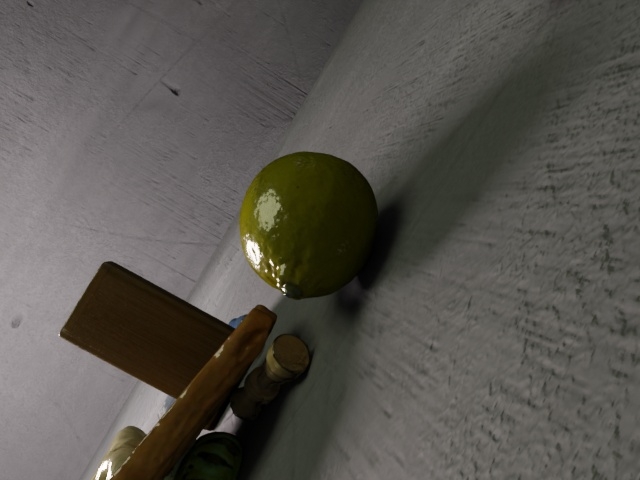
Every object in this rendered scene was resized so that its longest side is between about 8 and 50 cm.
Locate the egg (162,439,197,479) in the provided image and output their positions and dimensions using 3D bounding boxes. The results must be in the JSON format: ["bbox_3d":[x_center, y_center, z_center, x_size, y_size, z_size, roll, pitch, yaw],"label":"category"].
[{"bbox_3d":[-0.242,0.361,1.109,0.085,0.085,0.110,-51,10,35],"label":"egg"}]

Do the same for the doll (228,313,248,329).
[{"bbox_3d":[-0.169,0.176,1.419,0.125,0.027,0.037,-27,35,63],"label":"doll"}]

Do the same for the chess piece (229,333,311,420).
[{"bbox_3d":[-0.077,0.196,0.923,0.172,0.060,0.060,-53,13,39],"label":"chess piece"}]

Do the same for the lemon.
[{"bbox_3d":[-0.015,-0.020,0.884,0.184,0.184,0.248,-52,19,30],"label":"lemon"}]

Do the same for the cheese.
[{"bbox_3d":[-0.370,0.457,1.288,0.351,0.130,0.328,-54,14,26],"label":"cheese"}]

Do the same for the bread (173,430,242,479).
[{"bbox_3d":[-0.158,0.322,0.907,0.139,0.071,0.130,-63,8,-19],"label":"bread"}]

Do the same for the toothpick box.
[{"bbox_3d":[-0.292,0.178,1.238,0.187,0.308,0.190,-60,10,-5],"label":"toothpick box"}]

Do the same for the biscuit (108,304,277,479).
[{"bbox_3d":[-0.182,0.242,0.964,0.351,0.057,0.312,-50,-1,-34],"label":"biscuit"}]

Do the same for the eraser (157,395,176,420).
[{"bbox_3d":[-0.318,0.371,1.494,0.091,0.046,0.212,-62,12,-12],"label":"eraser"}]
